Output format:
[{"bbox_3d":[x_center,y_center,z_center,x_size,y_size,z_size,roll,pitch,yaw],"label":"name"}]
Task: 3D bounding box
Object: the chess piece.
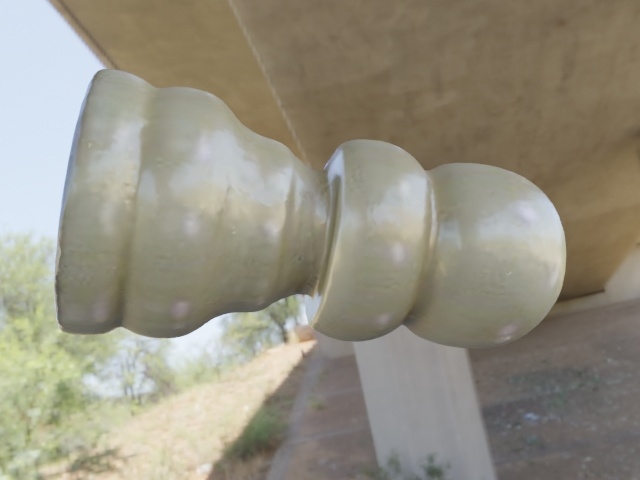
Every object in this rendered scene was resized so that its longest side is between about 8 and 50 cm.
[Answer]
[{"bbox_3d":[0.000,0.000,0.592,0.299,0.167,0.167,10,-16,-8],"label":"chess piece"}]
